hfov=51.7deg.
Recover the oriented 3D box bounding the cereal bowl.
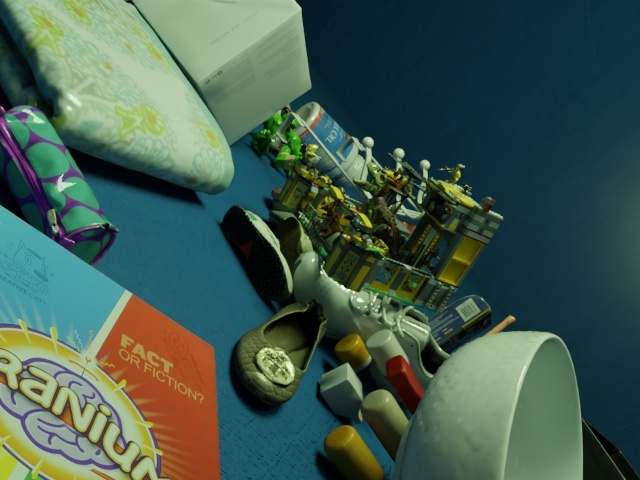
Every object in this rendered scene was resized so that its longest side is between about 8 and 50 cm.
[{"bbox_3d":[0.169,0.258,0.684,0.339,0.141,0.338,0,90,-58],"label":"cereal bowl"}]

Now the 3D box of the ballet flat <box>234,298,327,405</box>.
[{"bbox_3d":[-0.035,0.118,0.771,0.084,0.058,0.250,49,15,2],"label":"ballet flat"}]

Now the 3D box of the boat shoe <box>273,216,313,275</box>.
[{"bbox_3d":[-0.034,0.027,1.022,0.048,0.056,0.153,48,13,-44],"label":"boat shoe"}]

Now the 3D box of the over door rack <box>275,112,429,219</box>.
[{"bbox_3d":[0.100,-0.154,1.302,0.324,0.108,0.239,41,18,33],"label":"over door rack"}]

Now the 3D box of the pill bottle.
[{"bbox_3d":[0.019,-0.239,1.700,0.221,0.124,0.124,41,17,-28],"label":"pill bottle"}]

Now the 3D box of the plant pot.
[{"bbox_3d":[0.502,0.475,1.225,0.187,0.167,0.188,39,19,-36],"label":"plant pot"}]

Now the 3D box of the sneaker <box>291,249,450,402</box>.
[{"bbox_3d":[0.084,0.112,0.941,0.297,0.129,0.111,42,53,-18],"label":"sneaker"}]

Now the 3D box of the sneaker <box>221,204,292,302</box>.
[{"bbox_3d":[-0.072,0.019,0.916,0.075,0.057,0.161,15,33,-56],"label":"sneaker"}]

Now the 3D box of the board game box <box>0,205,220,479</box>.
[{"bbox_3d":[-0.163,0.124,0.371,0.242,0.064,0.316,41,17,-30],"label":"board game box"}]

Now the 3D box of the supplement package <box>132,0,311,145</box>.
[{"bbox_3d":[-0.157,-0.335,1.133,0.198,0.199,0.262,52,-6,12],"label":"supplement package"}]

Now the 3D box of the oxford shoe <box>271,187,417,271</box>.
[{"bbox_3d":[0.054,-0.006,1.239,0.348,0.130,0.123,18,7,-26],"label":"oxford shoe"}]

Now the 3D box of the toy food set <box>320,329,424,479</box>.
[{"bbox_3d":[0.073,0.200,0.792,0.104,0.111,0.232,58,11,-16],"label":"toy food set"}]

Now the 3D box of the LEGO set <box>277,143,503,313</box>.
[{"bbox_3d":[0.098,-0.059,0.956,0.255,0.192,0.331,23,18,-22],"label":"LEGO set"}]

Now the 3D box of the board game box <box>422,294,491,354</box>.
[{"bbox_3d":[0.205,0.171,1.165,0.060,0.194,0.194,56,2,22],"label":"board game box"}]

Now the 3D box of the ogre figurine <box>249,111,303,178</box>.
[{"bbox_3d":[-0.094,-0.218,1.396,0.197,0.097,0.118,25,42,-25],"label":"ogre figurine"}]

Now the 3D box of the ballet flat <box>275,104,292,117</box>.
[{"bbox_3d":[-0.119,-0.326,1.627,0.086,0.086,0.248,50,14,2],"label":"ballet flat"}]

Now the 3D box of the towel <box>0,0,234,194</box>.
[{"bbox_3d":[-0.294,-0.229,0.847,0.374,0.090,0.320,54,18,20],"label":"towel"}]

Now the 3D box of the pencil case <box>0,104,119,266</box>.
[{"bbox_3d":[-0.239,-0.046,0.579,0.151,0.064,0.070,53,-1,17],"label":"pencil case"}]

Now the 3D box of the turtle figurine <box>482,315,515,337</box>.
[{"bbox_3d":[0.251,0.262,0.963,0.087,0.269,0.217,15,-29,30],"label":"turtle figurine"}]

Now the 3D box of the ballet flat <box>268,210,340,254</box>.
[{"bbox_3d":[0.000,0.000,1.138,0.213,0.068,0.072,43,-9,-26],"label":"ballet flat"}]
